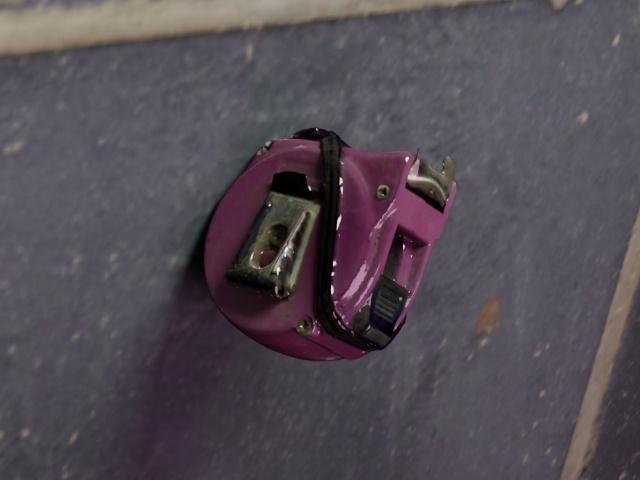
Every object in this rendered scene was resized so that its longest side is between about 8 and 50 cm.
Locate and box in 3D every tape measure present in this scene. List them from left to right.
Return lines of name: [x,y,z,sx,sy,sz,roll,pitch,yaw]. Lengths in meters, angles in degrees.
tape measure: [0.000,0.000,0.986,0.074,0.118,0.125,33,71,-50]
